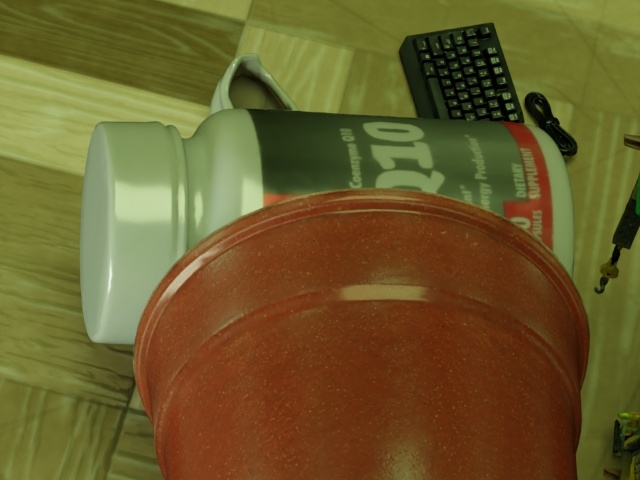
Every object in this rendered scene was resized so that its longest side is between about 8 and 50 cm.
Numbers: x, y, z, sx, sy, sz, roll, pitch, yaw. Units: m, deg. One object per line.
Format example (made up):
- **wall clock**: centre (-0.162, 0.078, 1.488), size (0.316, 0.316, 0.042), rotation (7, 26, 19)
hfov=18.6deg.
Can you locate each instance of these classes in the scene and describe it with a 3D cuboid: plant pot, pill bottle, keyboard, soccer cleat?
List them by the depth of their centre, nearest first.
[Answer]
- **plant pot**: centre (0.029, 0.158, 1.062), size (0.272, 0.272, 0.265), rotation (4, 41, -6)
- **pill bottle**: centre (0.000, 0.000, 1.212), size (0.283, 0.161, 0.161), rotation (2, 58, -14)
- **soccer cleat**: centre (-0.025, -0.039, 1.331), size (0.068, 0.076, 0.196), rotation (-19, 63, -19)
- **keyboard**: centre (0.129, -0.082, 1.413), size (0.108, 0.023, 0.180), rotation (-7, 60, -13)

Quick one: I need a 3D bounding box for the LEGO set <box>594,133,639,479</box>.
- **LEGO set**: centre (0.300, 0.039, 1.225), size (0.255, 0.331, 0.192), rotation (-3, 25, 14)
